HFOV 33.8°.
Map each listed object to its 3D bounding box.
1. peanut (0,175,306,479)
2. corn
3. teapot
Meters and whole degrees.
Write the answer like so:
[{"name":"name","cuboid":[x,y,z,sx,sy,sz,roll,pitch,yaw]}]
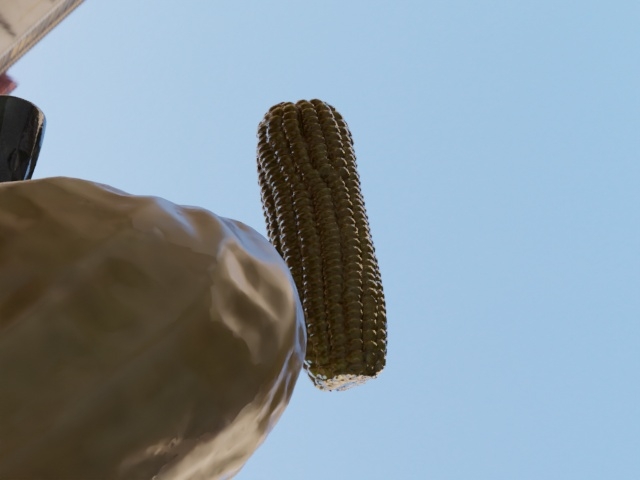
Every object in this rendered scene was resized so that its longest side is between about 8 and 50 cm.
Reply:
[{"name":"peanut","cuboid":[-0.144,0.075,0.411,0.340,0.158,0.174,-33,-67,-43]},{"name":"corn","cuboid":[0.000,0.000,0.761,0.080,0.080,0.231,1,-120,-23]},{"name":"teapot","cuboid":[-0.183,-0.026,0.599,0.043,0.043,0.110,11,-119,-21]}]
